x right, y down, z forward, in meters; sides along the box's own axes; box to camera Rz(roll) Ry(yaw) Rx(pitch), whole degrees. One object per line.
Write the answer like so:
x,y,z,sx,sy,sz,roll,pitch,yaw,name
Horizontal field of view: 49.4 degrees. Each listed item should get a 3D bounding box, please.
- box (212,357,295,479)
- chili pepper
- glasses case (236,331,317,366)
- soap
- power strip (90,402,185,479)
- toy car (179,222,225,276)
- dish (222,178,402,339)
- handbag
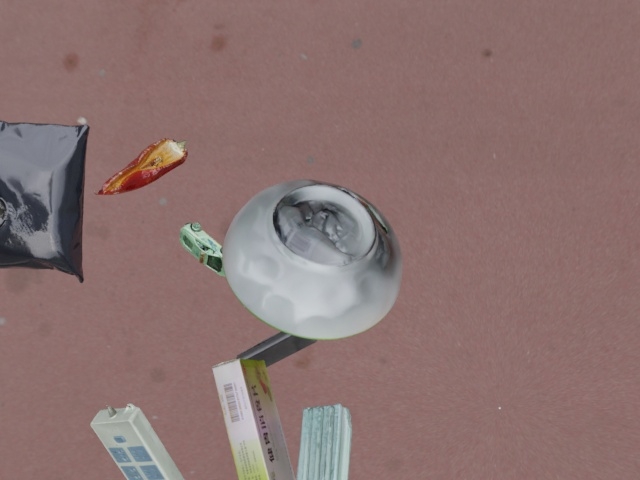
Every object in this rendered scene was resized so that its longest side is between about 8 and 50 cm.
-0.128,0.365,1.368,0.062,0.175,0.261,-17,76,8,box
-0.219,-0.087,0.865,0.045,0.178,0.027,37,127,2,chili pepper
-0.098,0.235,1.536,0.190,0.072,0.042,-31,57,29,glasses case
0.010,0.476,1.573,0.114,0.063,0.198,-14,58,35,soap
-0.345,0.470,1.413,0.106,0.043,0.367,-11,117,23,power strip
-0.288,0.028,1.771,0.186,0.093,0.058,37,48,15,toy car
0.000,0.000,1.185,0.324,0.124,0.324,8,50,-9,dish
-0.447,-0.060,1.009,0.211,0.089,0.254,7,115,-8,handbag
